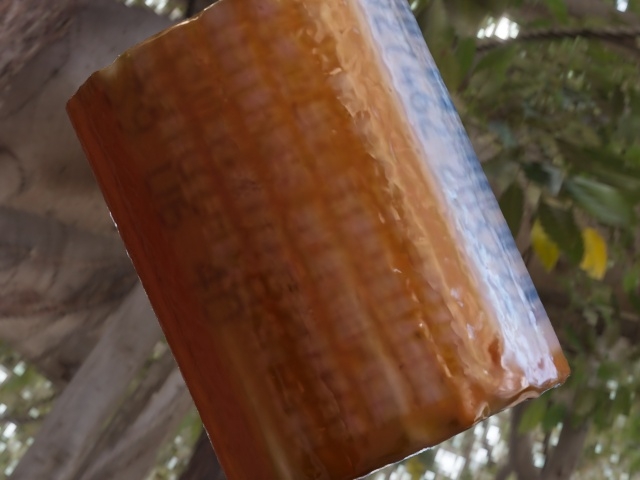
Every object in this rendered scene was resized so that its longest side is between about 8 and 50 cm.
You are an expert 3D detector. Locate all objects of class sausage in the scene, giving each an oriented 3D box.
[{"bbox_3d":[0.000,0.000,1.012,0.233,0.233,0.287,-27,-94,33],"label":"sausage"}]
